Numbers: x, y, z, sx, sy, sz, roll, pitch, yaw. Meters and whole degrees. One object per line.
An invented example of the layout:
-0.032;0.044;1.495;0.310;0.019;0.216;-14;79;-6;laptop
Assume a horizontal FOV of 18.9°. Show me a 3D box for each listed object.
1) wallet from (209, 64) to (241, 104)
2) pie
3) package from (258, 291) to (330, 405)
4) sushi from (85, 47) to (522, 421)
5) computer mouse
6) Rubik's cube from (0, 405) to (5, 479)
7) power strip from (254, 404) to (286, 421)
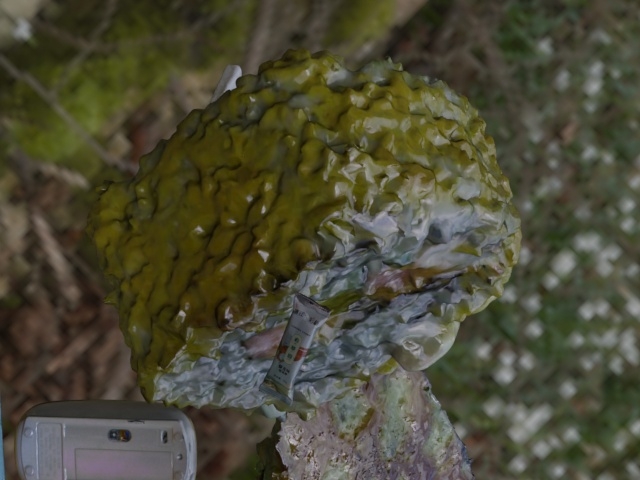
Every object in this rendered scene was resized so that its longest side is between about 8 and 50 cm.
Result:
-0.108;-0.105;2.273;0.124;0.032;0.183;-74;164;-51;wallet
0.056;0.310;2.434;0.288;0.354;0.103;-42;-154;-27;pie
-0.024;0.100;1.747;0.015;0.037;0.110;-36;151;-59;package
0.000;0.000;1.927;0.396;0.240;0.351;-36;149;26;sushi
-0.218;0.215;1.969;0.199;0.102;0.045;-1;-177;17;computer mouse
-0.445;0.250;1.321;0.346;0.347;0.344;-15;108;-49;Rubik's cube
-0.060;0.118;2.236;0.139;0.224;0.140;-37;-153;-23;power strip
